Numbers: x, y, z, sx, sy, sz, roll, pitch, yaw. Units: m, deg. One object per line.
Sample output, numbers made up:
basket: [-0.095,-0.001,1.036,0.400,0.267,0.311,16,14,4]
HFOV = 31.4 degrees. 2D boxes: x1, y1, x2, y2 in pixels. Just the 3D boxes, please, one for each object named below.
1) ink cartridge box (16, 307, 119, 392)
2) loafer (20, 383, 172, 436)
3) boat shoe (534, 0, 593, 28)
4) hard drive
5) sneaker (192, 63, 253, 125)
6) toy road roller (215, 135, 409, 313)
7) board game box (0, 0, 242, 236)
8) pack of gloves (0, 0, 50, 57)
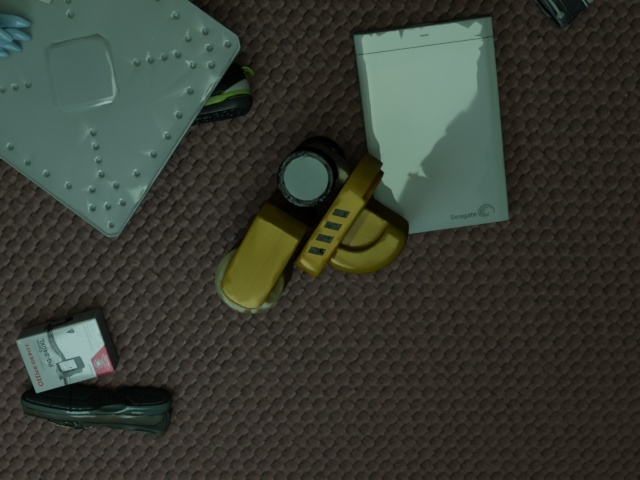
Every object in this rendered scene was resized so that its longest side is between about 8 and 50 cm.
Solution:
ink cartridge box: [-0.449,0.196,2.024,0.150,0.063,0.109,-16,106,2]
loafer: [-0.402,0.315,2.048,0.267,0.096,0.084,2,112,-5]
boat shoe: [0.316,-0.465,1.849,0.301,0.108,0.102,40,99,-19]
hard drive: [0.191,-0.192,1.948,0.233,0.047,0.353,-8,107,0]
sneaker: [-0.225,-0.245,1.914,0.234,0.084,0.097,-8,81,0]
toy road roller: [0.000,0.000,1.895,0.240,0.202,0.329,33,103,-1]
board game box: [-0.378,-0.270,1.850,0.390,0.050,0.390,36,102,5]
pack of gloves: [-0.516,-0.374,1.732,0.232,0.046,0.195,13,120,-42]
